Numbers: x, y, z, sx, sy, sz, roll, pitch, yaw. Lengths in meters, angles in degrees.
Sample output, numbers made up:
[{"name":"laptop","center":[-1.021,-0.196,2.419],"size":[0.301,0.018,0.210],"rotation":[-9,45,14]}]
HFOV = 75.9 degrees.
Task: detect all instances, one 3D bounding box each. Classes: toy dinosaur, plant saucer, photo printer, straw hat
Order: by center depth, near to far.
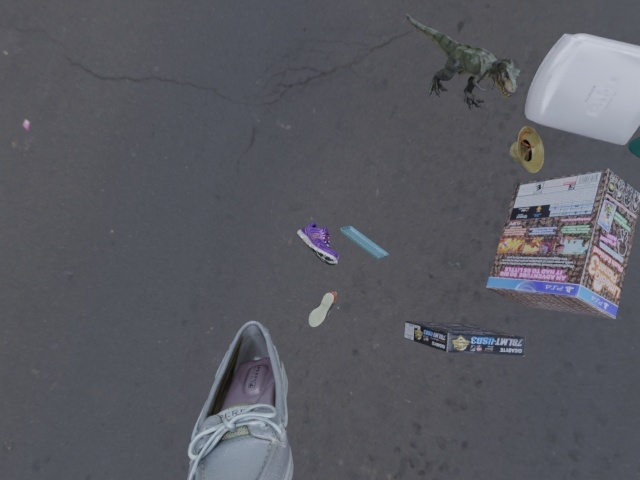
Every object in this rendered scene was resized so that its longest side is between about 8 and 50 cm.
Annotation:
[{"name":"toy dinosaur","center":[0.248,-0.304,0.733],"size":[0.064,0.118,0.268],"rotation":[-30,55,-15]},{"name":"photo printer","center":[0.760,-0.425,1.152],"size":[0.308,0.255,0.107],"rotation":[18,38,6]},{"name":"straw hat","center":[0.623,-0.275,1.268],"size":[0.145,0.061,0.144],"rotation":[1,87,-33]},{"name":"plant saucer","center":[0.157,0.008,1.485],"size":[0.192,0.067,0.018],"rotation":[39,122,27]}]

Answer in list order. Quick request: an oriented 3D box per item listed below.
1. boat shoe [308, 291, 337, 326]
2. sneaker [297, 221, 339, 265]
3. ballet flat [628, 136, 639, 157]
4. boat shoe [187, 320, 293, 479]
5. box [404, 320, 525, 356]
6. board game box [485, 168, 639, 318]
[{"name":"boat shoe","center":[0.010,0.223,1.334],"size":[0.049,0.043,0.136],"rotation":[35,106,17]},{"name":"sneaker","center":[0.000,0.000,1.061],"size":[0.071,0.068,0.170],"rotation":[-41,44,-3]},{"name":"ballet flat","center":[1.064,-0.290,1.293],"size":[0.067,0.206,0.072],"rotation":[-5,109,7]},{"name":"boat shoe","center":[-0.095,0.208,0.507],"size":[0.118,0.320,0.102],"rotation":[-10,102,2]},{"name":"box","center":[0.490,0.338,1.436],"size":[0.296,0.293,0.073],"rotation":[6,87,-16]},{"name":"board game box","center":[0.559,0.009,0.956],"size":[0.141,0.232,0.290],"rotation":[25,80,-22]}]
